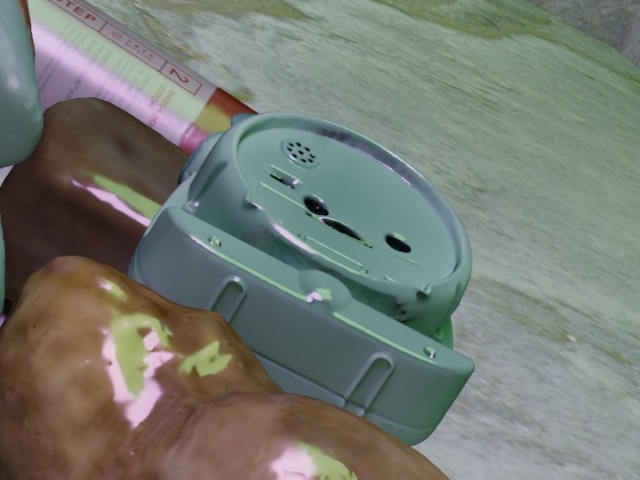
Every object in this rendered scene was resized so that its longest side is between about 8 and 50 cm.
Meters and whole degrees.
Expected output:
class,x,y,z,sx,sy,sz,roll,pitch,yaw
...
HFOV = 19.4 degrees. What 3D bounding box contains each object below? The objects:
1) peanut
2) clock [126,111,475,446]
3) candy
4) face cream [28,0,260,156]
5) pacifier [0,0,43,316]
class,x,y,z,sx,sy,sz,roll,pitch,yaw
peanut,-0.032,0.100,0.695,0.122,0.137,0.253,-29,47,-35
clock,0.000,0.001,0.833,0.148,0.060,0.188,26,30,-8
candy,-0.056,0.035,0.904,0.234,0.104,0.102,34,21,5
face cream,-0.105,-0.063,1.103,0.214,0.096,0.096,33,16,-4
pacifier,-0.233,-0.072,0.674,0.288,0.269,0.343,68,10,-55
